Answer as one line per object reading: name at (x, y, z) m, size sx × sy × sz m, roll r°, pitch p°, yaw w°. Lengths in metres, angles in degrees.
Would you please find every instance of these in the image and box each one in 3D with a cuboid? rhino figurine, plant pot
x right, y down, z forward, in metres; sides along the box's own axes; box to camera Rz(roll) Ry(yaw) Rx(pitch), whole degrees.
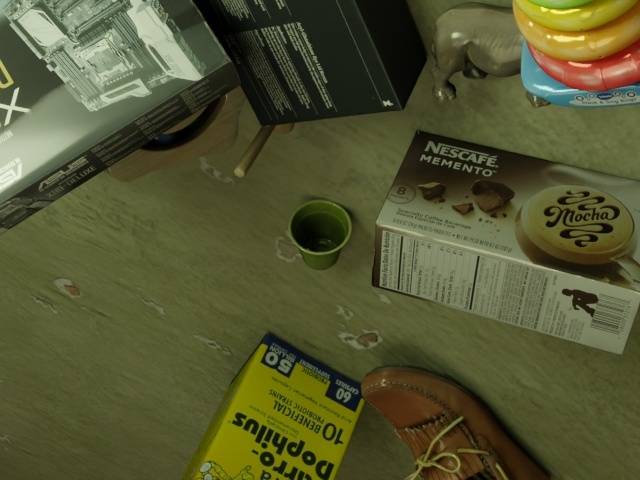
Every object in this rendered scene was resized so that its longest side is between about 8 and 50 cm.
rhino figurine at (0.226, -0.194, 1.076) m, size 0.243 × 0.073 × 0.106 m, roll 5°, pitch 140°, yaw 22°
plant pot at (0.000, 0.000, 1.421) m, size 0.083 × 0.083 × 0.079 m, roll 18°, pitch 154°, yaw 10°

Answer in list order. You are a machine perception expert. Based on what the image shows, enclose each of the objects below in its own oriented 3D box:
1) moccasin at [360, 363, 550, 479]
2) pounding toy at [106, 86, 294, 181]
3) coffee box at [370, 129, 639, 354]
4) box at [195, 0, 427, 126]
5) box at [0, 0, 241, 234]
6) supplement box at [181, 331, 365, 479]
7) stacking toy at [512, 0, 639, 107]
moccasin at (0.200, 0.328, 1.614) m, size 0.139 × 0.147 × 0.380 m, roll -18°, pitch 124°, yaw 41°
pounding toy at (-0.145, -0.160, 1.199) m, size 0.155 × 0.270 × 0.154 m, roll 36°, pitch 138°, yaw 48°
coffee box at (0.223, -0.003, 1.216) m, size 0.297 × 0.168 × 0.118 m, roll 15°, pitch 140°, yaw 14°
box at (-0.022, -0.257, 1.116) m, size 0.184 × 0.103 × 0.261 m, roll -1°, pitch 134°, yaw 33°
box at (-0.276, -0.188, 1.102) m, size 0.242 × 0.307 × 0.076 m, roll 58°, pitch 178°, yaw 13°
supplement box at (-0.095, 0.361, 1.646) m, size 0.194 × 0.356 × 0.195 m, roll 29°, pitch 141°, yaw -5°
stacking toy at (0.209, -0.243, 0.870) m, size 0.175 × 0.165 × 0.302 m, roll 0°, pitch 161°, yaw 31°
